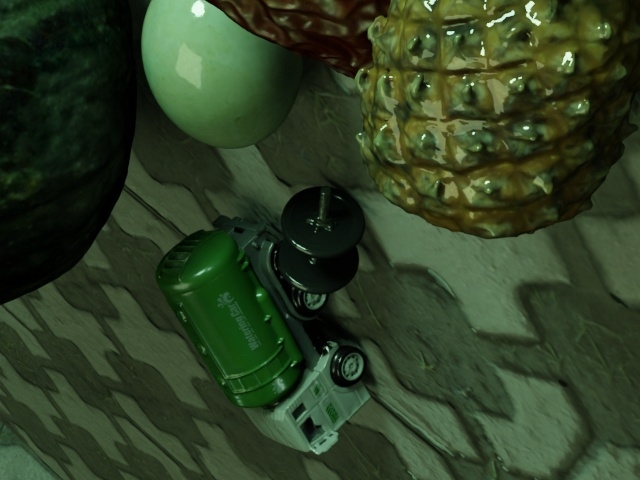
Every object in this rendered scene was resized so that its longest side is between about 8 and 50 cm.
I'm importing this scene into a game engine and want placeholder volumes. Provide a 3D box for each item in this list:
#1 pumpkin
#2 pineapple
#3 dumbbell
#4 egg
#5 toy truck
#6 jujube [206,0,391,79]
[{"bbox_3d":[-0.329,-0.151,1.031,0.454,0.344,0.454,27,126,45],"label":"pumpkin"},{"bbox_3d":[0.102,-0.138,0.643,0.158,0.158,0.279,34,138,25],"label":"pineapple"},{"bbox_3d":[0.000,0.000,1.061,0.069,0.069,0.147,37,153,18],"label":"dumbbell"},{"bbox_3d":[-0.070,-0.130,0.929,0.114,0.114,0.152,31,149,29],"label":"egg"},{"bbox_3d":[-0.053,0.086,1.201,0.101,0.125,0.242,10,137,49],"label":"toy truck"},{"bbox_3d":[-0.012,-0.190,0.737,0.168,0.168,0.236,20,160,43],"label":"jujube"}]
